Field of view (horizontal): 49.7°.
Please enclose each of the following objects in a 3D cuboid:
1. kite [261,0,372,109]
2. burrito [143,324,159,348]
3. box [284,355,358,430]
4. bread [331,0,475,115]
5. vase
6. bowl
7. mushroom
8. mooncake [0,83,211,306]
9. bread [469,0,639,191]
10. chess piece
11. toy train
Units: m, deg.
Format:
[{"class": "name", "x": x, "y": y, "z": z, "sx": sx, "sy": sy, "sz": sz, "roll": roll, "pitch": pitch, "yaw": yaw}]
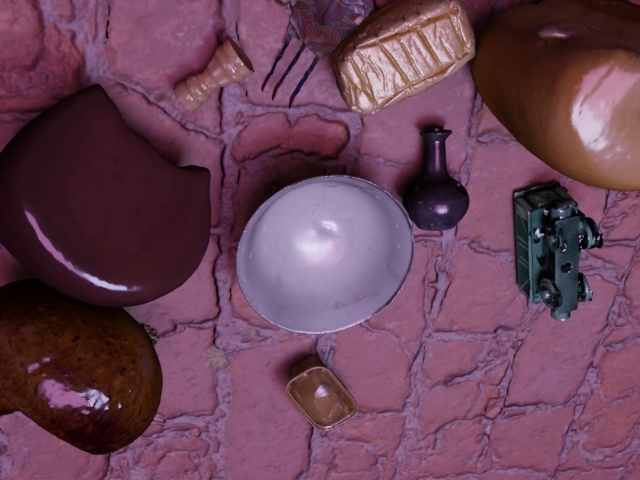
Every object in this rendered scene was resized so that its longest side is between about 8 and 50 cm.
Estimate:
[{"class": "kite", "x": -0.017, "y": -0.309, "z": 1.083, "sx": 0.127, "sy": 0.016, "sz": 0.229, "roll": 40, "pitch": 117, "yaw": 18}, {"class": "burrito", "x": -0.366, "y": 0.244, "z": 1.338, "sx": 0.185, "sy": 0.041, "sz": 0.045, "roll": -56, "pitch": 158, "yaw": 18}, {"class": "box", "x": 0.000, "y": 0.319, "z": 1.429, "sx": 0.111, "sy": 0.111, "sz": 0.177, "roll": -33, "pitch": 121, "yaw": 6}, {"class": "bread", "x": 0.128, "y": -0.304, "z": 1.103, "sx": 0.236, "sy": 0.106, "sz": 0.140, "roll": -27, "pitch": 123, "yaw": 3}, {"class": "vase", "x": 0.205, "y": -0.112, "z": 1.236, "sx": 0.120, "sy": 0.120, "sz": 0.183, "roll": -6, "pitch": 104, "yaw": -10}, {"class": "bowl", "x": 0.000, "y": 0.000, "z": 1.222, "sx": 0.313, "sy": 0.146, "sz": 0.313, "roll": -5, "pitch": 120, "yaw": -9}, {"class": "mushroom", "x": -0.455, "y": 0.218, "z": 1.130, "sx": 0.356, "sy": 0.334, "sz": 0.331, "roll": -25, "pitch": 146, "yaw": -18}, {"class": "mooncake", "x": -0.334, "y": -0.065, "z": 1.056, "sx": 0.325, "sy": 0.174, "sz": 0.334, "roll": 2, "pitch": 85, "yaw": -39}, {"class": "bread", "x": 0.428, "y": -0.231, "z": 1.057, "sx": 0.347, "sy": 0.376, "sz": 0.253, "roll": -6, "pitch": 120, "yaw": -12}, {"class": "chess piece", "x": -0.170, "y": -0.255, "z": 1.088, "sx": 0.122, "sy": 0.066, "sz": 0.066, "roll": -35, "pitch": 121, "yaw": 13}, {"class": "toy train", "x": 0.459, "y": 0.025, "z": 1.341, "sx": 0.115, "sy": 0.154, "sz": 0.270, "roll": -15, "pitch": 121, "yaw": -4}]
